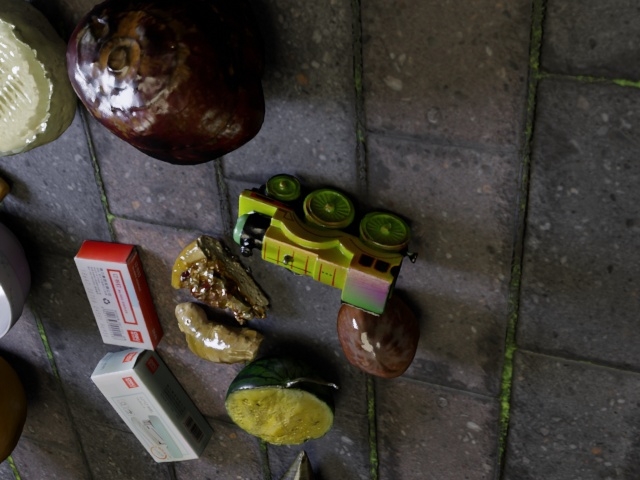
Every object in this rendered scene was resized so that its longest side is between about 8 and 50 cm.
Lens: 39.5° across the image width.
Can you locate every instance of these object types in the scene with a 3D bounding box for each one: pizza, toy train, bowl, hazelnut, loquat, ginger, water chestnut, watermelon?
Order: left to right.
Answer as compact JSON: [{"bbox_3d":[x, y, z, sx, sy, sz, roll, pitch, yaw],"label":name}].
[{"bbox_3d":[-0.812,0.382,1.961,0.328,0.328,0.329,13,130,16],"label":"loquat"},{"bbox_3d":[-0.692,0.050,1.764,0.286,0.144,0.287,12,129,16],"label":"bowl"},{"bbox_3d":[-0.204,-0.232,1.246,0.289,0.289,0.244,6,132,21],"label":"water chestnut"},{"bbox_3d":[-0.193,0.193,1.668,0.205,0.081,0.115,23,111,34],"label":"ginger"},{"bbox_3d":[-0.179,0.089,1.600,0.194,0.069,0.154,36,132,-4],"label":"pizza"},{"bbox_3d":[-0.070,0.282,1.656,0.204,0.127,0.232,10,138,0],"label":"watermelon"},{"bbox_3d":[0.000,0.000,1.390,0.296,0.161,0.100,20,138,10],"label":"toy train"},{"bbox_3d":[0.093,0.155,1.482,0.143,0.143,0.154,-13,117,33],"label":"hazelnut"}]

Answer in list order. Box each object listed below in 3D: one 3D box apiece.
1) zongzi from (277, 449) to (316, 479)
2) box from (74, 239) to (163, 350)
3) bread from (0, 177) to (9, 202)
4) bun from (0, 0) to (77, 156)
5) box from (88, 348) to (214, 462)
[{"bbox_3d":[-0.107,0.553,1.903,0.286,0.138,0.300,4,113,32],"label":"zongzi"},{"bbox_3d":[-0.390,0.108,1.729,0.122,0.050,0.229,4,126,20],"label":"box"},{"bbox_3d":[-0.638,-0.107,1.677,0.103,0.049,0.062,34,98,-1],"label":"bread"},{"bbox_3d":[-0.493,-0.268,1.420,0.259,0.152,0.259,7,117,14],"label":"bun"},{"bbox_3d":[-0.354,0.346,1.877,0.135,0.079,0.269,-14,119,32],"label":"box"}]
